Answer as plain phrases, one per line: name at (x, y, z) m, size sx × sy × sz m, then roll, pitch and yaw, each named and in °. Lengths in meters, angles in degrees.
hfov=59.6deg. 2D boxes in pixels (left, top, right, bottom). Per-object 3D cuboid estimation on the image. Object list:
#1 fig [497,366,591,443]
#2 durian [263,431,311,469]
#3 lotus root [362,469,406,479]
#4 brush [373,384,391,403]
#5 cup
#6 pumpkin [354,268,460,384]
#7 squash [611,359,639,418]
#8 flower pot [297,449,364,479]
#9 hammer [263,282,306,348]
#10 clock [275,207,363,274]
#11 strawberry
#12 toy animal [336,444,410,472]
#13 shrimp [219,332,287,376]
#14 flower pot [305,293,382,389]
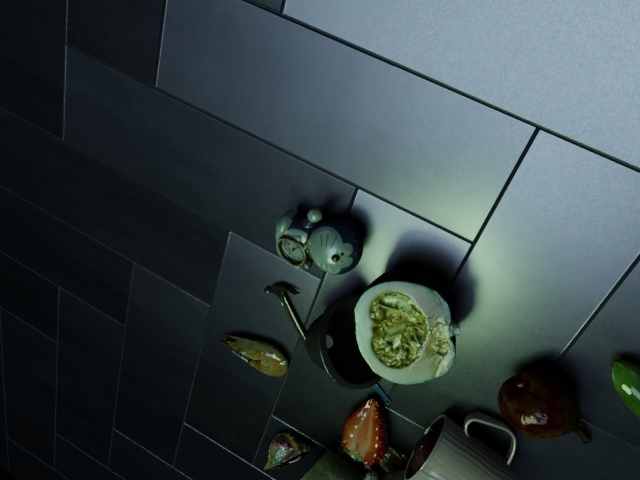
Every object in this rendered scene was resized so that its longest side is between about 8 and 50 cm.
fig at (0.613, 0.436, 1.479) m, size 0.290 × 0.190 × 0.190 m, roll 15°, pitch 134°, yaw -31°
durian at (-0.116, 0.751, 2.035) m, size 0.187 × 0.119 × 0.108 m, roll -37°, pitch 58°, yaw 25°
lotus root at (0.281, 0.806, 1.742) m, size 0.350 × 0.175 × 0.175 m, roll 16°, pitch 127°, yaw -16°
brush at (0.170, 0.454, 1.765) m, size 0.051 × 0.014 × 0.164 m, roll -31°, pitch 100°, yaw 37°
cup at (0.428, 0.650, 1.651) m, size 0.273 × 0.288 × 0.208 m, roll 33°, pitch 162°, yaw 7°
pumpkin at (0.235, 0.210, 1.494) m, size 0.264 × 0.197 × 0.292 m, roll -2°, pitch 108°, yaw 13°
squash at (0.862, 0.437, 1.351) m, size 0.395 × 0.107 × 0.107 m, roll 39°, pitch 126°, yaw 3°
flower pot at (0.068, 0.887, 1.844) m, size 0.330 × 0.294 × 0.293 m, roll 46°, pitch 127°, yaw 13°
hammer at (-0.075, 0.266, 1.780) m, size 0.125 × 0.027 × 0.297 m, roll -13°, pitch 109°, yaw 36°
clock at (0.000, 0.000, 1.529) m, size 0.244 × 0.146 × 0.199 m, roll 17°, pitch 127°, yaw 23°
strawberry at (0.149, 0.608, 1.813) m, size 0.175 × 0.098 × 0.228 m, roll 5°, pitch 94°, yaw 43°
toy animal at (0.186, 0.731, 1.880) m, size 0.276 × 0.054 × 0.149 m, roll 16°, pitch 124°, yaw 17°
shrimp at (-0.228, 0.386, 1.905) m, size 0.267 × 0.061 × 0.145 m, roll 18°, pitch 132°, yaw 15°
flower pot at (0.062, 0.291, 1.613) m, size 0.166 × 0.269 × 0.268 m, roll -15°, pitch 109°, yaw 52°
